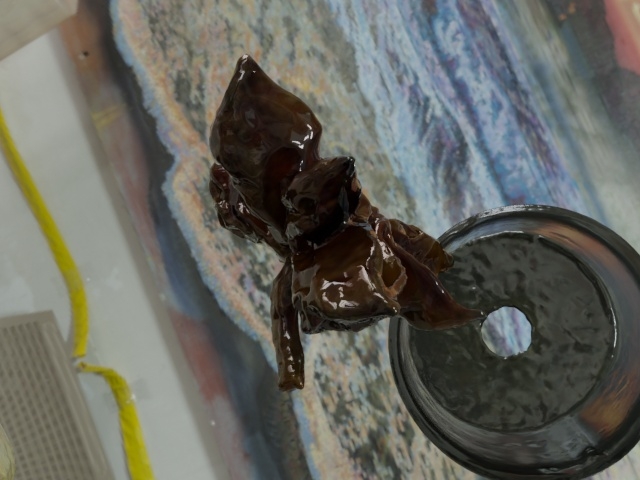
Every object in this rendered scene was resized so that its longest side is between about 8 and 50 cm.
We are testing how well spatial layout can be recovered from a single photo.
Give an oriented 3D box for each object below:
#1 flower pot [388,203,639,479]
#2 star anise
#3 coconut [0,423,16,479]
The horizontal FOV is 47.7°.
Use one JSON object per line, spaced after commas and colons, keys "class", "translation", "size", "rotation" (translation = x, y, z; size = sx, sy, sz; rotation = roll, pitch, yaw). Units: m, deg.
{"class": "flower pot", "translation": [0.169, 0.085, 0.629], "size": [0.166, 0.269, 0.269], "rotation": [23, 45, -66]}
{"class": "star anise", "translation": [0.000, -0.007, 0.429], "size": [0.196, 0.111, 0.212], "rotation": [54, 15, 6]}
{"class": "coconut", "translation": [-0.427, 0.145, 0.553], "size": [0.309, 0.297, 0.297], "rotation": [58, 16, -7]}
